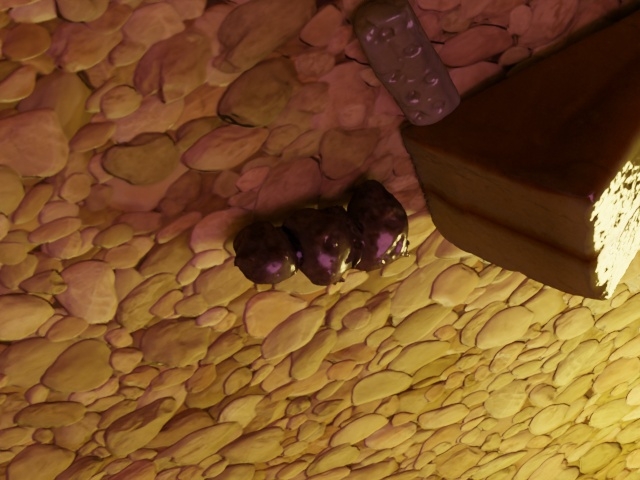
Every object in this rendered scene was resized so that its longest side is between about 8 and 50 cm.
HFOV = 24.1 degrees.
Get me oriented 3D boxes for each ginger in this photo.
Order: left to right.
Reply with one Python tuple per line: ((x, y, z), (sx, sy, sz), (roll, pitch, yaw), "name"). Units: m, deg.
((0.000, 0.000, 1.619), (0.204, 0.080, 0.104), (-17, 113, -21), "ginger")

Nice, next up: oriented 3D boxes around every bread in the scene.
((0.303, -0.150, 1.679), (0.361, 0.245, 0.233), (-55, 151, -18), "bread")

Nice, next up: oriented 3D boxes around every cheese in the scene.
((0.085, -0.174, 1.479), (0.065, 0.043, 0.194), (-34, 148, 3), "cheese")
